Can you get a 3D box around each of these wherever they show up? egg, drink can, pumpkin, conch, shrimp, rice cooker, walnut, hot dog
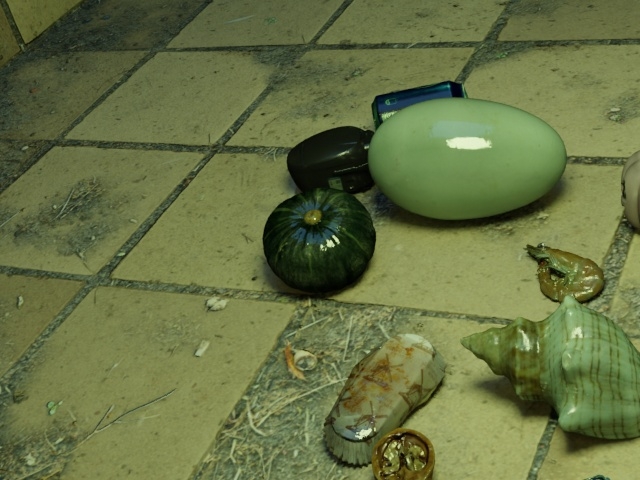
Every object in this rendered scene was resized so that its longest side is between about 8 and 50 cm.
[{"bbox_3d":[0.270,-0.152,2.050,0.371,0.230,0.230,3,37,16],"label":"egg"},{"bbox_3d":[0.216,-0.271,2.349,0.205,0.118,0.118,-10,34,7],"label":"drink can"},{"bbox_3d":[-0.002,0.000,2.015,0.211,0.152,0.211,-2,49,2],"label":"pumpkin"},{"bbox_3d":[0.385,0.185,1.574,0.386,0.169,0.203,7,65,33],"label":"conch"},{"bbox_3d":[0.407,0.055,1.871,0.099,0.041,0.180,-40,39,-9],"label":"shrimp"},{"bbox_3d":[0.034,-0.162,2.263,0.203,0.118,0.142,-9,33,12],"label":"rice cooker"},{"bbox_3d":[0.122,0.327,1.571,0.091,0.052,0.121,-8,36,9],"label":"walnut"},{"bbox_3d":[0.095,0.241,1.699,0.131,0.069,0.253,20,50,29],"label":"hot dog"}]

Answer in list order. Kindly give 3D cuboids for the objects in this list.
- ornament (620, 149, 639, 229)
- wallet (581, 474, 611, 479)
[{"bbox_3d":[0.602,-0.095,1.884,0.177,0.177,0.177,-11,34,8],"label":"ornament"},{"bbox_3d":[0.298,0.386,1.405,0.202,0.059,0.141,-18,40,1],"label":"wallet"}]
